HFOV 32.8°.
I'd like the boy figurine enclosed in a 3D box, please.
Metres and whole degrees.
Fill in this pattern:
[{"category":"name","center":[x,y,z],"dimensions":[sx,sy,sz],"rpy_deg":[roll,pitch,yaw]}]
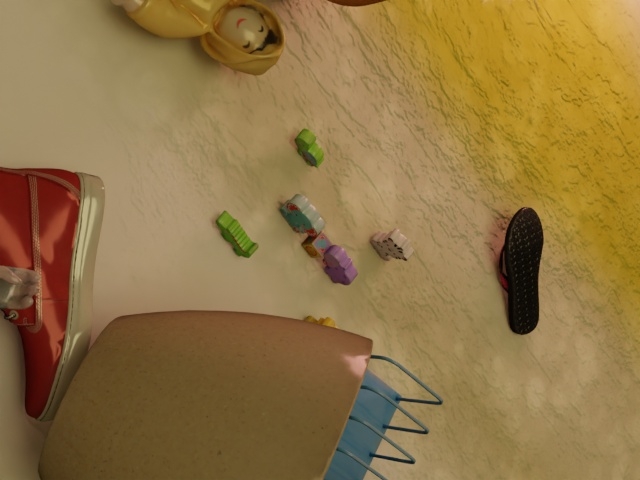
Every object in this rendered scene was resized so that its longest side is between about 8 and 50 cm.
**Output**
[{"category":"boy figurine","center":[-0.147,-0.285,1.155],"dimensions":[0.177,0.092,0.285],"rpy_deg":[-48,112,-31]}]

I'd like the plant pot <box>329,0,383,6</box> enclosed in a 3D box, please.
[{"category":"plant pot","center":[0.000,-0.350,1.205],"dimensions":[0.205,0.188,0.205],"rpy_deg":[3,86,-36]}]

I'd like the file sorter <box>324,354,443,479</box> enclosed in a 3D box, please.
[{"category":"file sorter","center":[0.049,0.229,1.266],"dimensions":[0.118,0.104,0.170],"rpy_deg":[40,66,-28]}]

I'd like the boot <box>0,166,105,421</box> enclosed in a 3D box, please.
[{"category":"boot","center":[-0.307,0.046,1.029],"dimensions":[0.176,0.088,0.244],"rpy_deg":[7,83,-30]}]

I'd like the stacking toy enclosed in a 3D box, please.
[{"category":"stacking toy","center":[0.000,0.000,1.274],"dimensions":[0.221,0.052,0.167],"rpy_deg":[51,60,-23]}]

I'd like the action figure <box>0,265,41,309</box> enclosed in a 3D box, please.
[{"category":"action figure","center":[-0.391,0.056,0.764],"dimensions":[0.248,0.275,0.370],"rpy_deg":[38,59,-46]}]

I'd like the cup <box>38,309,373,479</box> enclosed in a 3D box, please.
[{"category":"cup","center":[-0.123,0.196,1.039],"dimensions":[0.237,0.331,0.331],"rpy_deg":[25,70,2]}]

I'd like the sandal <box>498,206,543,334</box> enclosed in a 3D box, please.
[{"category":"sandal","center":[0.268,0.041,1.486],"dimensions":[0.067,0.040,0.179],"rpy_deg":[-13,110,-31]}]
